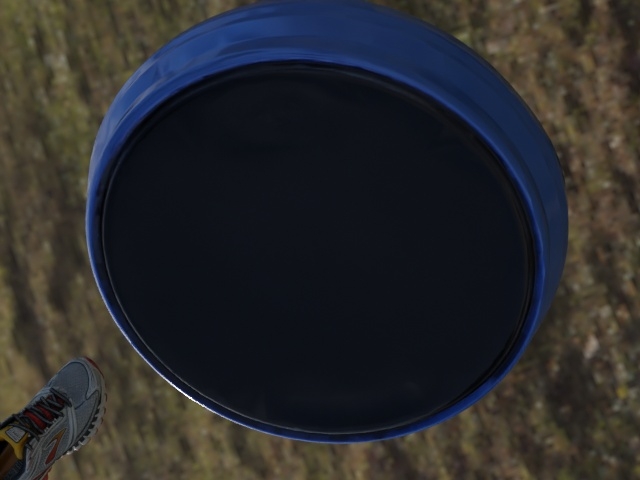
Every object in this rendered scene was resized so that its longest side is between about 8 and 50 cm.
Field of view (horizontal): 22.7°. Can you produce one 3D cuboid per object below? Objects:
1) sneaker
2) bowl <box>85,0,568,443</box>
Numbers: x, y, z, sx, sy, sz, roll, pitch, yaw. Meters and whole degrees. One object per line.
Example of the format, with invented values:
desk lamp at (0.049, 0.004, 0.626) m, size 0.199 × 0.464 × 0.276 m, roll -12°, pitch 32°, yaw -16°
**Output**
sneaker at (-0.352, 0.244, 2.000) m, size 0.088 × 0.225 × 0.093 m, roll 31°, pitch 173°, yaw 25°
bowl at (0.000, 0.000, 1.268) m, size 0.077 × 0.391 × 0.391 m, roll -74°, pitch -21°, yaw -56°
